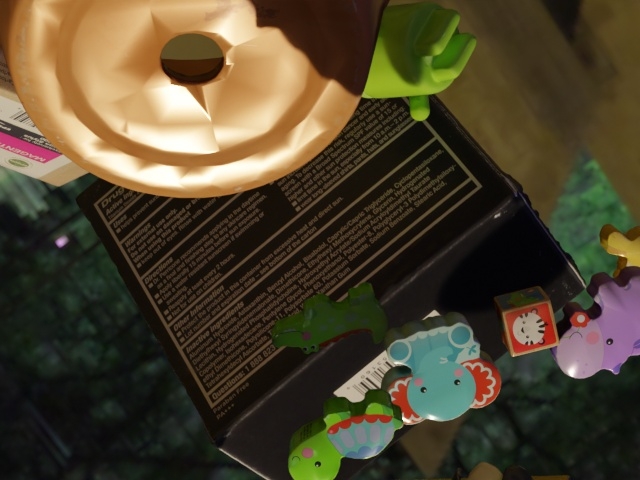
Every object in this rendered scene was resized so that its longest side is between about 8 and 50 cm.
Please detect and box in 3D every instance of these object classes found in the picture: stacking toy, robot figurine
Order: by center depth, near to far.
[{"bbox_3d":[0.088,0.050,0.651,0.221,0.052,0.167,-13,-166,1],"label":"stacking toy"},{"bbox_3d":[0.056,-0.138,1.063,0.115,0.101,0.067,1,-126,44],"label":"robot figurine"}]

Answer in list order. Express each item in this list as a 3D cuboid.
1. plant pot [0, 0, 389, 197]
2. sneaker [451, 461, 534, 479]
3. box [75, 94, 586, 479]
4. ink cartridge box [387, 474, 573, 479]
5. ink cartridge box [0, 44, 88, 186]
[{"bbox_3d":[-0.080,-0.163,0.871,0.291,0.291,0.203,-30,-142,21],"label":"plant pot"},{"bbox_3d":[0.065,0.181,0.716,0.235,0.153,0.094,1,138,-29],"label":"sneaker"},{"bbox_3d":[0.004,0.001,1.204,0.296,0.183,0.294,-39,-128,5],"label":"box"},{"bbox_3d":[0.165,0.350,1.440,0.307,0.072,0.303,-8,-153,22],"label":"ink cartridge box"},{"bbox_3d":[-0.309,-0.147,1.451,0.193,0.235,0.088,-18,-122,51],"label":"ink cartridge box"}]
